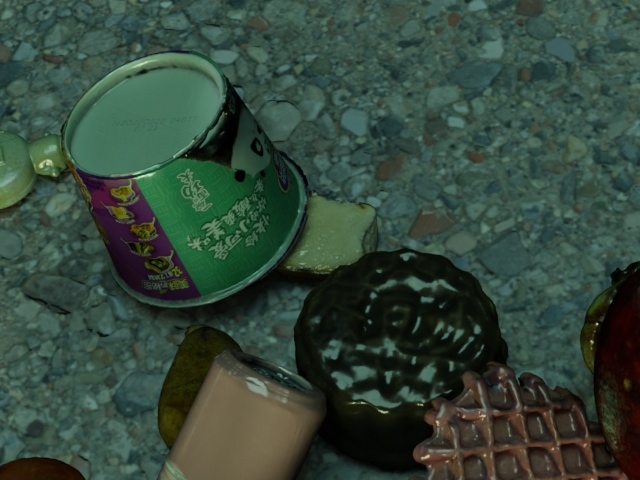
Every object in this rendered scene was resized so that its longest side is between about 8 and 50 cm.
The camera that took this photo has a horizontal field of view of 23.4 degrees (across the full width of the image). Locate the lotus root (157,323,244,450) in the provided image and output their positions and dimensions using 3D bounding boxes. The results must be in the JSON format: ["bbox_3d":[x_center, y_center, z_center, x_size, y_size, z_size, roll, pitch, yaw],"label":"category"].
[{"bbox_3d":[-0.120,0.152,1.635,0.108,0.094,0.191,14,45,-21],"label":"lotus root"}]

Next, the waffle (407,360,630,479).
[{"bbox_3d":[0.193,0.233,1.490,0.234,0.055,0.221,41,68,-3],"label":"waffle"}]

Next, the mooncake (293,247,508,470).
[{"bbox_3d":[0.083,0.116,1.603,0.228,0.124,0.228,-4,54,6],"label":"mooncake"}]

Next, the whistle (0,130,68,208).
[{"bbox_3d":[-0.350,-0.101,1.867,0.198,0.057,0.104,-16,55,0],"label":"whistle"}]

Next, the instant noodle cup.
[{"bbox_3d":[-0.158,-0.079,1.708,0.251,0.190,0.251,-13,46,14],"label":"instant noodle cup"}]

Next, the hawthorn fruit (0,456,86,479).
[{"bbox_3d":[-0.318,0.326,1.492,0.243,0.207,0.207,-15,54,4],"label":"hawthorn fruit"}]

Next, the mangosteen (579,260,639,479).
[{"bbox_3d":[0.390,0.121,1.456,0.311,0.311,0.311,-5,55,7],"label":"mangosteen"}]

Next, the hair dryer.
[{"bbox_3d":[0.009,0.270,1.465,0.352,0.125,0.210,27,95,20],"label":"hair dryer"}]

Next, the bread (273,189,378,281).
[{"bbox_3d":[0.000,0.000,1.749,0.129,0.044,0.126,8,50,18],"label":"bread"}]
